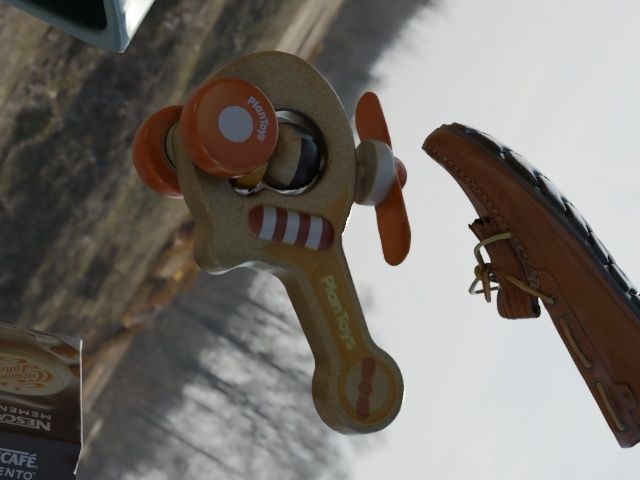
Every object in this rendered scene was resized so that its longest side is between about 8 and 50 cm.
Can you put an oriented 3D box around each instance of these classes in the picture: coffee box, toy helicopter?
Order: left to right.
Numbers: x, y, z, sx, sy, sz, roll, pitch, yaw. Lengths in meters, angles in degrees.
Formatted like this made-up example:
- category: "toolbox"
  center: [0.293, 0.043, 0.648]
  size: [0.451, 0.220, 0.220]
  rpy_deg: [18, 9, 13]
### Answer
- category: "coffee box"
  center: [-0.314, 0.176, 1.425]
  size: [0.246, 0.141, 0.098]
  rpy_deg: [-116, -139, -67]
- category: "toy helicopter"
  center: [0.000, 0.000, 1.277]
  size: [0.235, 0.355, 0.140]
  rpy_deg: [-21, -178, -30]

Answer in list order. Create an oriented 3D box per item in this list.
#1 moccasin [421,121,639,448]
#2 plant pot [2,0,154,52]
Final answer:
- category: "moccasin"
  center: [0.227, 0.042, 1.451]
  size: [0.147, 0.380, 0.139]
  rpy_deg: [-39, -177, 13]
- category: "plant pot"
  center: [-0.149, -0.303, 0.744]
  size: [0.252, 0.247, 0.248]
  rpy_deg: [-57, 165, -26]
